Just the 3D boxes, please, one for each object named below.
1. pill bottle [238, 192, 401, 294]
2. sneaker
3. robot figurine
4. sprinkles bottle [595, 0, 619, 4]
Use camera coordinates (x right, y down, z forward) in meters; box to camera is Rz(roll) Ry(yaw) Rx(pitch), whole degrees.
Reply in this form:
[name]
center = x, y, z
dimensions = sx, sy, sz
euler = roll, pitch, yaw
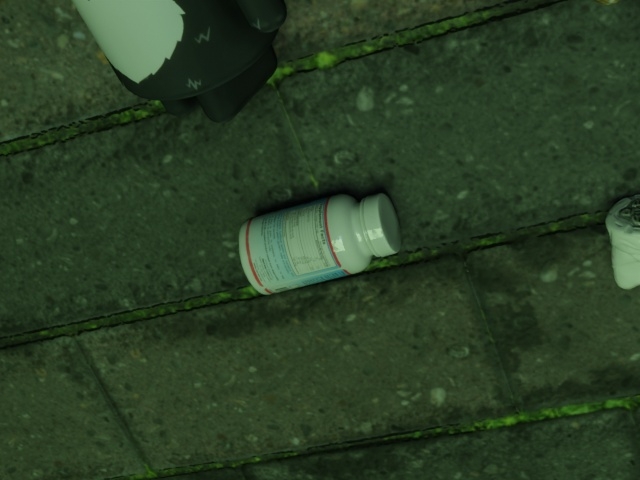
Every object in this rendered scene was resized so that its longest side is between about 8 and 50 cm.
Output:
[pill bottle]
center = 0.000, 0.000, 1.269
dimensions = 0.160, 0.087, 0.087
euler = -14, 119, 20
[sneaker]
center = 0.406, 0.019, 1.203
dimensions = 0.232, 0.090, 0.115
euler = 8, 131, 18
[robot figurine]
center = -0.142, -0.238, 1.075
dimensions = 0.209, 0.173, 0.278
euler = -17, 130, 11
[sprinkles bottle]
center = 0.287, -0.326, 0.813
dimensions = 0.121, 0.121, 0.355
euler = 42, 99, -16
